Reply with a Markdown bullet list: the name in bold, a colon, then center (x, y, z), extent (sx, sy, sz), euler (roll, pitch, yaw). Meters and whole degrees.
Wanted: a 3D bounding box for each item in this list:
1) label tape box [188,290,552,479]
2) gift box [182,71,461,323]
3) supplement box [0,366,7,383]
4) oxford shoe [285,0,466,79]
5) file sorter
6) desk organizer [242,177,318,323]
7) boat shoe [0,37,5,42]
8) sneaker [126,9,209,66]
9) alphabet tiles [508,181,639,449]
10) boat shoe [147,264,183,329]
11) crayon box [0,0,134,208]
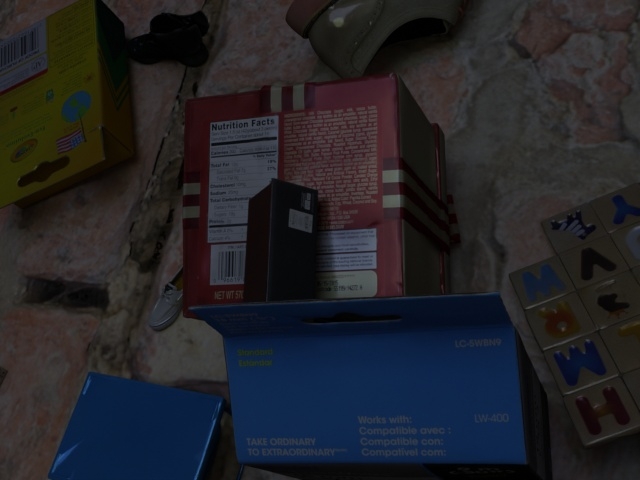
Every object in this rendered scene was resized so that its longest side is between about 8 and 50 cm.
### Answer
- **label tape box**: center (0.060, 0.147, 0.737), extent (0.240, 0.334, 0.106), euler (-5, 68, 19)
- **gift box**: center (0.000, 0.000, 0.903), extent (0.255, 0.258, 0.277), euler (1, 82, 19)
- **supplement box**: center (-0.448, 0.196, 1.086), extent (0.062, 0.036, 0.098), euler (8, 65, 24)
- **oxford shoe**: center (0.149, -0.347, 1.137), extent (0.397, 0.140, 0.146), euler (-36, 86, -7)
- **file sorter**: center (-0.176, 0.226, 0.924), extent (0.170, 0.104, 0.118), euler (6, 64, 23)
- **desk organizer**: center (-0.036, 0.018, 0.745), extent (0.050, 0.047, 0.130), euler (-31, 51, 54)
- **boat shoe**: center (-0.530, -0.237, 1.336), extent (0.079, 0.081, 0.228), euler (-7, 60, 17)
- **sneaker**: center (-0.226, -0.297, 1.250), extent (0.170, 0.089, 0.051), euler (12, 67, 26)
- **alphabet tiles**: center (0.346, 0.056, 0.820), extent (0.285, 0.011, 0.343), euler (-22, 40, 9)
- **boat shoe**: center (-0.181, 0.064, 1.060), extent (0.035, 0.035, 0.100), euler (32, 77, 32)
- **crayon box**: center (-0.376, -0.184, 1.237), extent (0.202, 0.081, 0.319), euler (-21, 56, 16)
